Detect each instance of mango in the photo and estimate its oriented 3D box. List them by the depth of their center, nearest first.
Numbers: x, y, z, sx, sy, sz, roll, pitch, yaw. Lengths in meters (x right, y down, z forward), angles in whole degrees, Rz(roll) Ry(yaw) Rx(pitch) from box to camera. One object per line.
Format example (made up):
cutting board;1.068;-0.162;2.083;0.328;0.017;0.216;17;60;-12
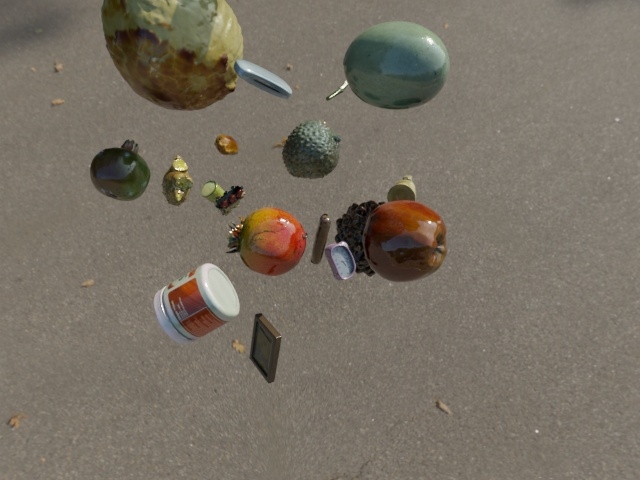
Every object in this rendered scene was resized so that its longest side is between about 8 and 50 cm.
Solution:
mango;-0.358;-0.360;1.552;0.063;0.127;0.077;1;90;20

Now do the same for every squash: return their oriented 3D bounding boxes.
squash;-0.478;-0.209;2.003;0.094;0.224;0.094;-13;64;27

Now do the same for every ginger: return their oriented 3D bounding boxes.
ginger;-0.538;-0.213;1.530;0.102;0.157;0.216;17;34;-37

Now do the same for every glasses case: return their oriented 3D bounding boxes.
glasses case;-0.155;-0.441;1.115;0.178;0.045;0.067;12;41;-41

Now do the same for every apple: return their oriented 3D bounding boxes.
apple;0.226;0.007;1.101;0.234;0.234;0.234;3;58;-4

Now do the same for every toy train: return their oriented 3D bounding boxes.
toy train;-0.361;-0.163;1.636;0.138;0.087;0.050;-41;67;-20

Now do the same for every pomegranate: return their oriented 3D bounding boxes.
pomegranate;-0.158;0.002;1.205;0.235;0.210;0.210;6;57;-15
pomegranate;-0.624;-0.229;1.290;0.180;0.180;0.209;10;63;0

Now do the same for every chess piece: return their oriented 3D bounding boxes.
chess piece;0.279;-0.159;1.343;0.090;0.090;0.200;25;23;10

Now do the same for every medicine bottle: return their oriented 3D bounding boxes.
medicine bottle;-0.486;0.250;1.621;0.241;0.252;0.252;-30;63;6

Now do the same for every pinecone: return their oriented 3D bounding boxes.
pinecone;0.270;-0.030;2.106;0.398;0.398;0.398;3;58;-4

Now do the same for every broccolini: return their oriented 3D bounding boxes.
broccolini;0.087;-0.492;1.252;0.044;0.042;0.218;33;59;27

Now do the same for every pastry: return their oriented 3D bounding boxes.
pastry;-0.408;-0.531;1.126;0.388;0.388;0.312;17;69;5

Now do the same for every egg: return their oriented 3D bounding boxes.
egg;0.152;-0.361;0.846;0.236;0.169;0.169;21;54;39

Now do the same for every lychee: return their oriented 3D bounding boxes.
lychee;-0.037;-0.388;1.750;0.274;0.255;0.255;-16;53;27

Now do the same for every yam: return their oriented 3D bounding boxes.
yam;0.000;0.000;1.468;0.046;0.264;0.046;5;53;-7

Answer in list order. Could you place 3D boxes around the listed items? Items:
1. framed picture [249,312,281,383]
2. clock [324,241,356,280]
framed picture;-0.168;0.323;1.224;0.023;0.168;0.128;-7;28;-36
clock;0.091;0.079;1.630;0.110;0.050;0.152;-27;100;-23
